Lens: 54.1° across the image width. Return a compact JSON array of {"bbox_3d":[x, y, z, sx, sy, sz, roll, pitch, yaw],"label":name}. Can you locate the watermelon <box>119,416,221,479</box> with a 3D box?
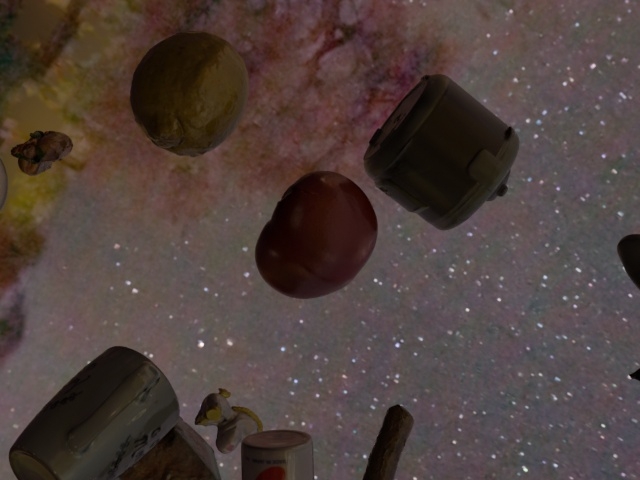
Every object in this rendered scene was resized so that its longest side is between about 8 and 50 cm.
[{"bbox_3d":[-0.429,0.622,1.721,0.264,0.302,0.151,-30,173,-14],"label":"watermelon"}]

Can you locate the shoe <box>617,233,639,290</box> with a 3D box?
[{"bbox_3d":[0.658,0.074,1.225,0.078,0.195,0.079,-34,163,-34],"label":"shoe"}]

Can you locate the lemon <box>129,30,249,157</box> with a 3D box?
[{"bbox_3d":[-0.306,-0.357,1.496,0.285,0.285,0.317,-15,-112,55],"label":"lemon"}]

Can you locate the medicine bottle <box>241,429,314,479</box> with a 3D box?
[{"bbox_3d":[-0.072,0.517,1.096,0.130,0.130,0.341,-4,-93,60],"label":"medicine bottle"}]

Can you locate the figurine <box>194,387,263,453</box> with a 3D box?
[{"bbox_3d":[-0.219,0.447,1.535,0.109,0.178,0.129,-48,176,41],"label":"figurine"}]

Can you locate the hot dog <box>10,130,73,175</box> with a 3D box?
[{"bbox_3d":[-0.424,-0.139,0.960,0.072,0.055,0.188,-40,-161,-5],"label":"hot dog"}]

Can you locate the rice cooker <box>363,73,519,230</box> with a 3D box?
[{"bbox_3d":[0.306,-0.208,1.581,0.335,0.325,0.335,-52,-171,12],"label":"rice cooker"}]

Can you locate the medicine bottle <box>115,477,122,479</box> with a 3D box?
[{"bbox_3d":[-0.511,0.561,1.444,0.092,0.221,0.061,-37,-127,-21],"label":"medicine bottle"}]

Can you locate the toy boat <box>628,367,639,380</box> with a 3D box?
[{"bbox_3d":[0.570,0.240,1.020,0.055,0.141,0.060,-59,169,-87],"label":"toy boat"}]

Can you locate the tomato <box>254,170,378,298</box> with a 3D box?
[{"bbox_3d":[0.000,0.000,1.402,0.299,0.226,0.299,-56,172,-12],"label":"tomato"}]

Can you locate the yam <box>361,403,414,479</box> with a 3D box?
[{"bbox_3d":[0.124,0.518,1.317,0.081,0.081,0.357,-24,-147,50],"label":"yam"}]

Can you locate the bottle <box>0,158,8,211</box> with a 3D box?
[{"bbox_3d":[-0.544,-0.062,0.872,0.236,0.147,0.148,-12,-129,47],"label":"bottle"}]

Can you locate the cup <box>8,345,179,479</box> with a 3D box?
[{"bbox_3d":[-0.361,0.296,1.029,0.258,0.186,0.234,-47,177,38],"label":"cup"}]
